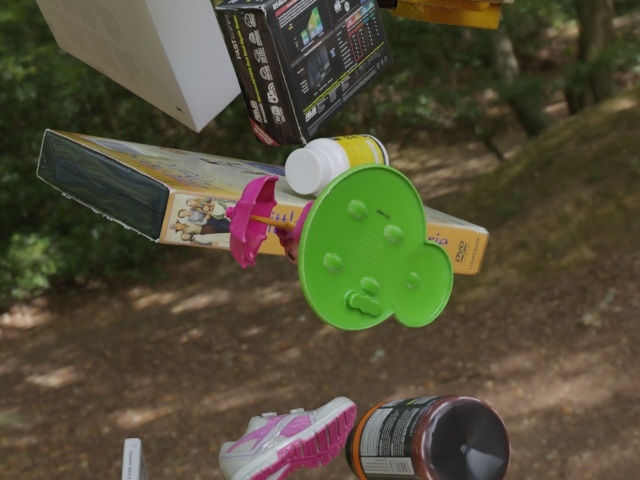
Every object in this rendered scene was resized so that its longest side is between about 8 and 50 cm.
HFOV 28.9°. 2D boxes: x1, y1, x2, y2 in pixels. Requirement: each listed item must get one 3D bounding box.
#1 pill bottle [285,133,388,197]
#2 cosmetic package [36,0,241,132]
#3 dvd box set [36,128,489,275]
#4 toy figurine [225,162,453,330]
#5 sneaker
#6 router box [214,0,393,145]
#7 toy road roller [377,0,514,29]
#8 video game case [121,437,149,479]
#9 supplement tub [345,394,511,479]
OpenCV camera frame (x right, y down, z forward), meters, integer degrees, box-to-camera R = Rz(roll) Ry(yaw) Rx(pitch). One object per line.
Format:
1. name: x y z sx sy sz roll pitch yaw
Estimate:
1. pill bottle: 0.016 -0.078 1.315 0.065 0.065 0.116 -14 -1 37
2. cosmetic package: -0.266 -0.335 1.538 0.284 0.377 0.097 35 69 29
3. dvd box set: -0.064 -0.041 1.393 0.420 0.062 0.307 6 10 -38
4. toy figurine: 0.000 0.000 1.015 0.173 0.130 0.159 30 -9 -41
5. sneaker: -0.055 0.305 1.936 0.252 0.103 0.111 -26 48 -29
6. router box: -0.007 -0.127 0.775 0.038 0.092 0.122 4 34 33
7. toy road roller: 0.179 -0.371 1.564 0.329 0.203 0.240 -3 17 -42
8. video game case: -0.209 0.349 1.418 0.022 0.190 0.173 -2 49 -2
9. supplement tub: 0.098 0.211 1.249 0.106 0.106 0.198 -21 1 -26
